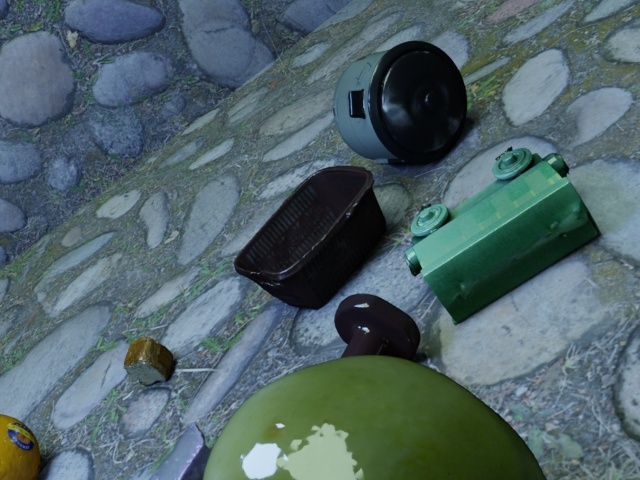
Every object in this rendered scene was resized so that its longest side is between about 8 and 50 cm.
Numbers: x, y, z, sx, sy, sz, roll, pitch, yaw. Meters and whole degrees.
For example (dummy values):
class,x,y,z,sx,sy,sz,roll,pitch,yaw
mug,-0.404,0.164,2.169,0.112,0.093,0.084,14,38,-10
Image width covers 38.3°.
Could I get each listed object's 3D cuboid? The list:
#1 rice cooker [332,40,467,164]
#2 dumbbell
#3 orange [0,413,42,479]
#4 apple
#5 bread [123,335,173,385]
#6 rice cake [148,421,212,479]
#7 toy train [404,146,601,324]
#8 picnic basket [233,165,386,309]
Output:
class,x,y,z,sx,sy,sz,roll,pitch,yaw
rice cooker,0.164,-0.274,1.864,0.280,0.241,0.227,-3,4,-30
dumbbell,0.046,0.196,1.341,0.225,0.140,0.124,-56,-5,-35
orange,-0.652,0.441,1.784,0.219,0.193,0.219,-41,29,30
apple,0.060,0.287,0.939,0.357,0.357,0.357,-30,27,16
bread,-0.338,0.238,1.828,0.077,0.083,0.070,-23,38,35
rice cake,-0.278,0.457,1.409,0.070,0.064,0.399,3,46,41
toy train,0.269,-0.018,1.433,0.301,0.120,0.202,-33,28,10
picnic basket,0.000,0.000,1.738,0.297,0.129,0.222,-49,29,-21
